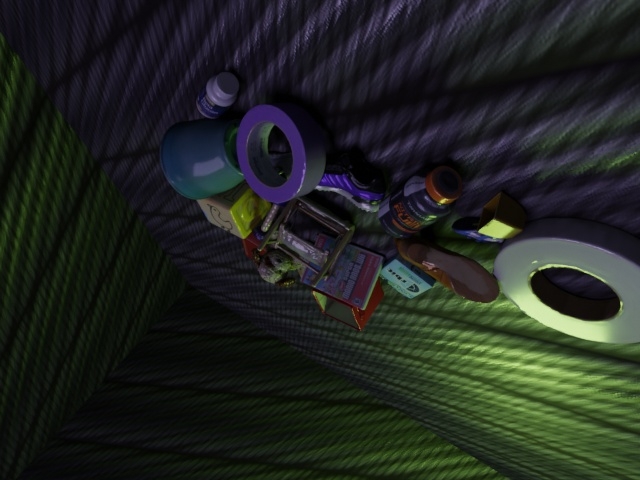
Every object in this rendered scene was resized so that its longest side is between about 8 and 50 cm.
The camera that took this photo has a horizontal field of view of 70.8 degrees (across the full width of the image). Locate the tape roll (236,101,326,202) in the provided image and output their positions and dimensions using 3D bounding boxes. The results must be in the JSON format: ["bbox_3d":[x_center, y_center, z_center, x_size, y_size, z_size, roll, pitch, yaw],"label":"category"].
[{"bbox_3d":[-0.117,-0.251,1.289,0.275,0.090,0.275,17,117,36],"label":"tape roll"}]

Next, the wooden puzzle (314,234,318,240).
[{"bbox_3d":[0.000,0.000,1.799,0.049,0.006,0.083,36,155,4],"label":"wooden puzzle"}]

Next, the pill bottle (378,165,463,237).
[{"bbox_3d":[0.255,-0.100,1.150,0.130,0.130,0.245,40,154,-4],"label":"pill bottle"}]

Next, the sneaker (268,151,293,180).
[{"bbox_3d":[-0.159,-0.223,1.483,0.228,0.132,0.086,1,136,52],"label":"sneaker"}]

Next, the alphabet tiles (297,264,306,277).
[{"bbox_3d":[-0.043,0.143,2.096,0.198,0.009,0.237,21,151,32],"label":"alphabet tiles"}]

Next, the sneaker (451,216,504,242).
[{"bbox_3d":[0.410,-0.023,1.170,0.144,0.053,0.059,12,147,45],"label":"sneaker"}]

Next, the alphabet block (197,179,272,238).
[{"bbox_3d":[-0.338,-0.158,1.759,0.197,0.193,0.192,24,153,27],"label":"alphabet block"}]

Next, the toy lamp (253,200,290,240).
[{"bbox_3d":[-0.178,-0.107,1.687,0.080,0.080,0.275,36,131,3],"label":"toy lamp"}]

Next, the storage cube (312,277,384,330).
[{"bbox_3d":[0.112,0.203,1.777,0.215,0.193,0.184,21,150,33],"label":"storage cube"}]

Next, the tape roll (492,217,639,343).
[{"bbox_3d":[0.618,0.104,1.089,0.392,0.072,0.392,29,154,16],"label":"tape roll"}]

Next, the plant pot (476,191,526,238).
[{"bbox_3d":[0.434,-0.050,1.065,0.083,0.081,0.081,25,154,0],"label":"plant pot"}]

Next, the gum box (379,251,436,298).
[{"bbox_3d":[0.297,0.126,1.581,0.157,0.041,0.184,37,156,0],"label":"gum box"}]

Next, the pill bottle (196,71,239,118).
[{"bbox_3d":[-0.306,-0.439,1.356,0.094,0.094,0.169,46,154,-17],"label":"pill bottle"}]

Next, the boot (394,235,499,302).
[{"bbox_3d":[0.354,0.064,1.294,0.295,0.104,0.211,29,-171,-2],"label":"boot"}]

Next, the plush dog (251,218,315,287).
[{"bbox_3d":[-0.173,0.072,1.889,0.262,0.225,0.210,40,155,-6],"label":"plush dog"}]

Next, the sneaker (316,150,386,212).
[{"bbox_3d":[0.061,-0.204,1.285,0.293,0.102,0.146,25,145,18],"label":"sneaker"}]

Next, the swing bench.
[{"bbox_3d":[-0.039,-0.015,1.599,0.253,0.255,0.165,33,-168,13],"label":"swing bench"}]

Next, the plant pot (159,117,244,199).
[{"bbox_3d":[-0.339,-0.283,1.493,0.255,0.272,0.272,-4,134,36],"label":"plant pot"}]

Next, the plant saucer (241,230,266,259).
[{"bbox_3d":[-0.293,0.060,2.240,0.258,0.048,0.259,31,155,16],"label":"plant saucer"}]

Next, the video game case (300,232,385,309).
[{"bbox_3d":[0.077,0.108,1.666,0.285,0.204,0.025,21,179,31],"label":"video game case"}]
